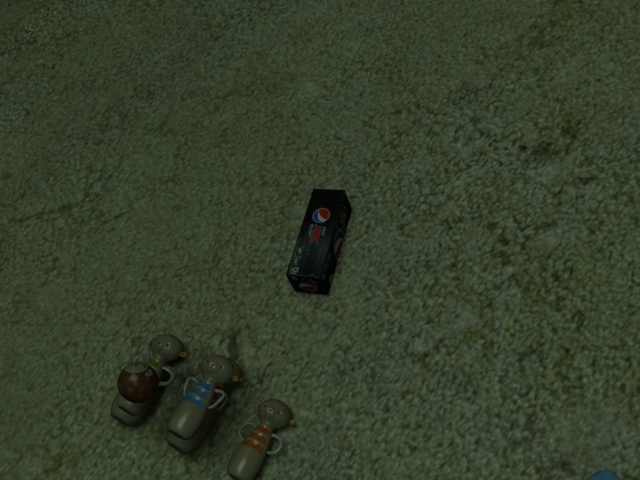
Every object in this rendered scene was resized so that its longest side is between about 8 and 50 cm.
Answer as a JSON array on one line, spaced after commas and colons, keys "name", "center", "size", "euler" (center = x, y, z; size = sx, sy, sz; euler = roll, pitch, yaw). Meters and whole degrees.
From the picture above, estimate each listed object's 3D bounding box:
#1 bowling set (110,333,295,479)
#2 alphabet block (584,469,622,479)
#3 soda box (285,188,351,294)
[{"name": "bowling set", "center": [-0.184, 0.198, 1.298], "size": [0.287, 0.200, 0.154], "euler": [20, 62, 24]}, {"name": "alphabet block", "center": [0.265, 0.392, 0.956], "size": [0.192, 0.197, 0.193], "euler": [-21, 57, -31]}, {"name": "soda box", "center": [0.000, 0.000, 1.464], "size": [0.060, 0.053, 0.169], "euler": [4, 58, 20]}]
